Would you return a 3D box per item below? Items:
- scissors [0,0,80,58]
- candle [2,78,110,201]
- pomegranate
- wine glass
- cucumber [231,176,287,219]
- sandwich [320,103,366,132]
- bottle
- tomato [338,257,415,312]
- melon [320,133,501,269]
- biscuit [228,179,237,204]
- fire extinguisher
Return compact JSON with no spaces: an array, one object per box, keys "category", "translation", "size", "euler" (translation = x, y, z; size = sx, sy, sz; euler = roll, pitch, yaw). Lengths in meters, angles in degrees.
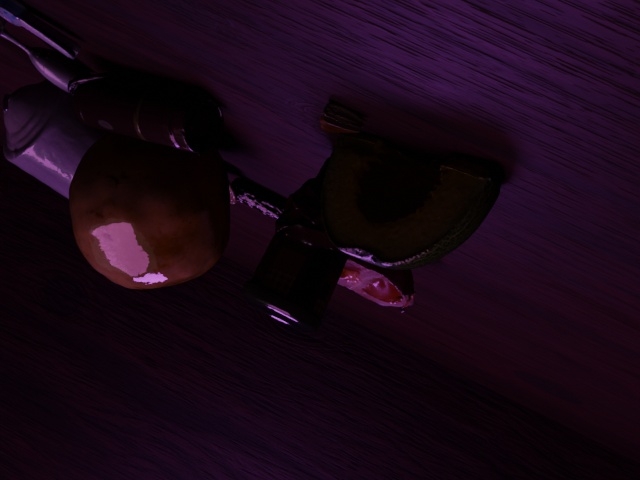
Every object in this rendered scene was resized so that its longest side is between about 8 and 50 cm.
[{"category":"scissors","translation":[-0.508,-0.380,1.572],"size":[0.256,0.030,0.125],"euler":[32,169,-14]},{"category":"candle","translation":[-0.512,-0.209,1.969],"size":[0.342,0.221,0.221],"euler":[38,166,-35]},{"category":"pomegranate","translation":[-0.322,-0.070,1.808],"size":[0.333,0.332,0.332],"euler":[26,171,5]},{"category":"wine glass","translation":[-0.502,-0.330,1.742],"size":[0.198,0.066,0.066],"euler":[33,169,-38]},{"category":"cucumber","translation":[-0.110,-0.080,2.061],"size":[0.181,0.053,0.053],"euler":[24,171,1]},{"category":"sandwich","translation":[0.020,-0.163,1.281],"size":[0.044,0.031,0.083],"euler":[28,169,-35]},{"category":"bottle","translation":[0.000,0.000,1.479],"size":[0.143,0.271,0.156],"euler":[21,168,25]},{"category":"tomato","translation":[0.101,0.042,1.935],"size":[0.228,0.112,0.199],"euler":[29,163,-7]},{"category":"melon","translation":[0.118,-0.032,1.301],"size":[0.265,0.169,0.129],"euler":[21,171,40]},{"category":"biscuit","translation":[-0.214,-0.127,2.040],"size":[0.120,0.015,0.120],"euler":[49,163,21]},{"category":"fire extinguisher","translation":[-0.313,-0.222,1.653],"size":[0.341,0.105,0.141],"euler":[17,165,35]}]
